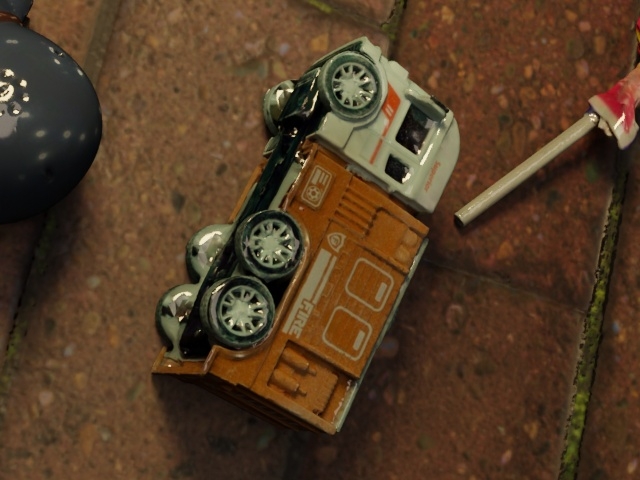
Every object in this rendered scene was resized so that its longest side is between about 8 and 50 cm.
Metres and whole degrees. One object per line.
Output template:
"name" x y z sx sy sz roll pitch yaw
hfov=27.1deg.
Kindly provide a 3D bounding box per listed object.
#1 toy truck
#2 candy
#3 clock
"toy truck" 0.000 0.000 1.073 0.162 0.136 0.305 32 73 -19
"candy" 0.264 -0.125 1.225 0.365 0.124 0.124 -36 93 -14
"clock" -0.272 -0.124 0.994 0.199 0.146 0.243 -32 84 -27
